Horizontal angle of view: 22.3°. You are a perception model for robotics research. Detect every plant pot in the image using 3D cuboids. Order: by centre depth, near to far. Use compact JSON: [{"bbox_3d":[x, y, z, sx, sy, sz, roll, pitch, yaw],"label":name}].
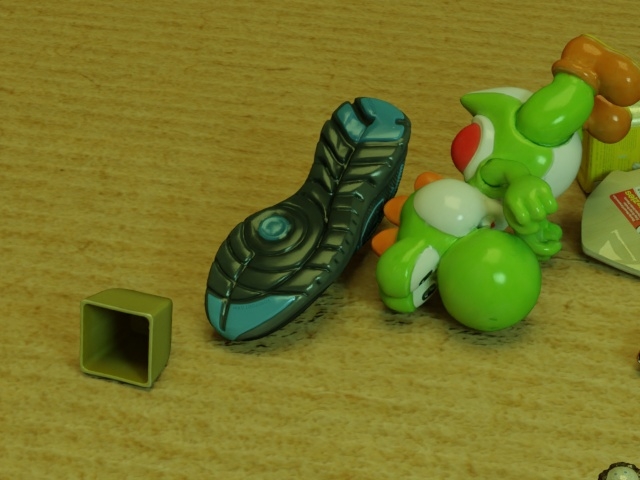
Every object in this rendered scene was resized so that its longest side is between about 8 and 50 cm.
[{"bbox_3d":[-0.190,0.091,1.663,0.081,0.081,0.083,12,23,19],"label":"plant pot"}]

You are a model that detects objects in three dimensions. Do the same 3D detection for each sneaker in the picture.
[{"bbox_3d":[0.000,0.000,1.784,0.125,0.140,0.341,27,58,22],"label":"sneaker"}]

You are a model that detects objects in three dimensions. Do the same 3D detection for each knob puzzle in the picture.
[{"bbox_3d":[0.384,-0.011,1.866,0.213,0.030,0.213,1,44,-1],"label":"knob puzzle"}]

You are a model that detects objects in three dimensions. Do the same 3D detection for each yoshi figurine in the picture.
[{"bbox_3d":[0.223,-0.037,1.752,0.362,0.203,0.203,-46,26,-14],"label":"yoshi figurine"}]

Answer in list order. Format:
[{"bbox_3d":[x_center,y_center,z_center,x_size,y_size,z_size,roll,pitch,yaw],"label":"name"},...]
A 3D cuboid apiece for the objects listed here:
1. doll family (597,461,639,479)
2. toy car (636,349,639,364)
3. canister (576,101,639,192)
[{"bbox_3d":[0.182,0.278,1.347,0.263,0.118,0.163,-16,36,9],"label":"doll family"},{"bbox_3d":[0.382,0.121,1.669,0.122,0.060,0.040,16,-14,-5],"label":"toy car"},{"bbox_3d":[0.400,-0.122,1.968,0.169,0.126,0.073,-5,32,-6],"label":"canister"}]
